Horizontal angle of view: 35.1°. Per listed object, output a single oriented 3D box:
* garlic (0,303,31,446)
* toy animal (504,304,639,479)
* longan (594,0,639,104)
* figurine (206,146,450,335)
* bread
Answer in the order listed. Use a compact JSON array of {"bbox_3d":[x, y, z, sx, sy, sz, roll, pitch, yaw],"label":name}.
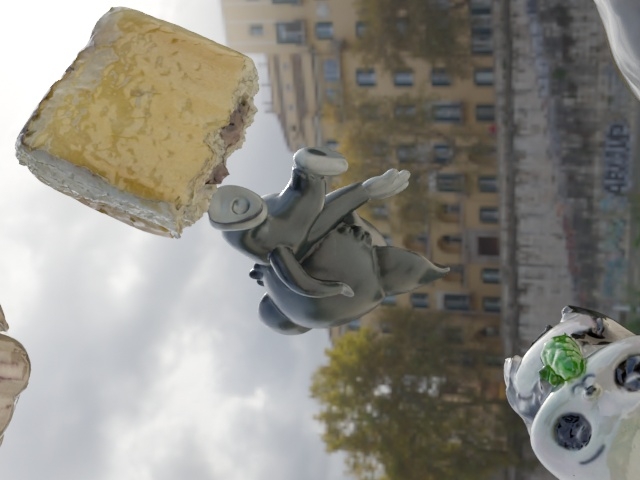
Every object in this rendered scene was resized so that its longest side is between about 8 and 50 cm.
[{"bbox_3d":[-0.283,0.101,0.739,0.102,0.159,0.147,5,-83,-39],"label":"garlic"},{"bbox_3d":[0.346,0.198,1.241,0.267,0.213,0.212,-115,24,-80],"label":"toy animal"},{"bbox_3d":[0.436,-0.250,0.973,0.361,0.361,0.360,2,-90,-74],"label":"longan"},{"bbox_3d":[0.001,0.003,0.903,0.265,0.193,0.140,22,-135,-77],"label":"figurine"},{"bbox_3d":[-0.096,-0.062,0.564,0.082,0.106,0.125,101,-170,-58],"label":"bread"}]
